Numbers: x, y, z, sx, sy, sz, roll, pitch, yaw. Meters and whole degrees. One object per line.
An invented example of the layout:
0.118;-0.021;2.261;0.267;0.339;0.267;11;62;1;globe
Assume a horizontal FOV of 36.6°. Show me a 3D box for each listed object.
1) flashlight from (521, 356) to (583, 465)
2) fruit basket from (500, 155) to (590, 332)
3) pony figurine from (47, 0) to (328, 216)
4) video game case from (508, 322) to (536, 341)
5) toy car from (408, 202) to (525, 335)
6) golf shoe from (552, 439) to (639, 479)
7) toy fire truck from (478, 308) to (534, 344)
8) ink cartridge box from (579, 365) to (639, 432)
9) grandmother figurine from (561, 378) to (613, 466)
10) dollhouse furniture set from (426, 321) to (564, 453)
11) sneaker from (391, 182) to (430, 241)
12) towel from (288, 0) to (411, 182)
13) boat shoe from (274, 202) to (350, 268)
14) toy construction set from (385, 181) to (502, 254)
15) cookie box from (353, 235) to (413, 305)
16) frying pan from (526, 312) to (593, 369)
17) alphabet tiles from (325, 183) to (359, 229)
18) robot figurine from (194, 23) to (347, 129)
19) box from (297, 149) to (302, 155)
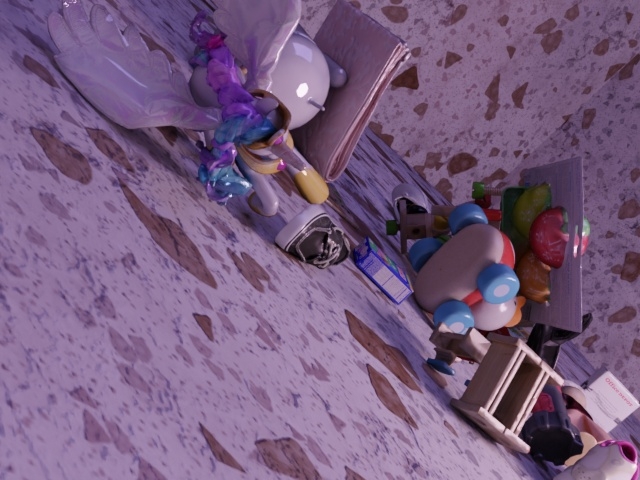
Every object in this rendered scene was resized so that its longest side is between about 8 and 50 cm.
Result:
0.391;0.302;1.741;0.103;0.103;0.304;50;15;-4;flashlight
0.467;0.007;1.933;0.165;0.327;0.353;0;-1;-11;fruit basket
-0.119;-0.189;1.224;0.351;0.303;0.363;53;-4;9;pony figurine
0.428;0.160;2.277;0.227;0.026;0.206;43;-22;-15;video game case
0.322;0.091;1.869;0.238;0.210;0.219;32;26;-34;toy car
0.471;0.390;1.589;0.115;0.140;0.306;48;9;18;golf shoe
0.424;0.187;2.148;0.192;0.135;0.047;44;11;-6;toy fire truck
0.632;0.376;2.209;0.109;0.150;0.063;47;11;2;ink cartridge box
0.520;0.373;1.946;0.208;0.104;0.342;53;12;-9;grandmother figurine
0.249;0.223;1.492;0.129;0.129;0.184;41;-18;-28;dollhouse furniture set
0.236;-0.095;2.576;0.091;0.094;0.258;45;11;-31;sneaker
0.035;-0.319;2.015;0.053;0.317;0.332;22;19;-31;towel
0.000;0.000;1.380;0.070;0.078;0.219;47;9;12;boat shoe
0.251;-0.013;2.047;0.309;0.237;0.257;82;14;-64;toy construction set
0.110;0.052;1.701;0.107;0.040;0.092;44;10;-13;cookie box
0.465;0.235;1.976;0.053;0.197;0.326;17;-3;3;frying pan
-0.026;-0.135;1.961;0.237;0.009;0.198;40;12;-30;alphabet tiles
-0.102;-0.345;1.922;0.300;0.200;0.353;-4;33;-19;robot figurine
-0.017;-0.181;2.131;0.067;0.018;0.083;47;11;2;box
